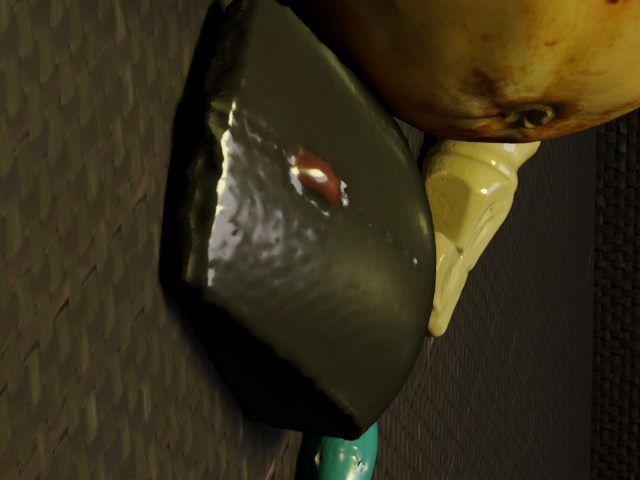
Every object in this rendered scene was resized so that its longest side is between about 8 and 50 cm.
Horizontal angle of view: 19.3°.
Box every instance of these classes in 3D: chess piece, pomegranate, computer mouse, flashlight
[{"bbox_3d":[0.106,-0.029,1.417,0.090,0.090,0.200,68,40,-61],"label":"chess piece"},{"bbox_3d":[0.097,-0.190,0.996,0.252,0.229,0.270,8,70,-52],"label":"pomegranate"},{"bbox_3d":[0.005,0.001,0.952,0.295,0.087,0.168,58,41,-64],"label":"computer mouse"},{"bbox_3d":[0.012,0.132,1.103,0.051,0.051,0.129,79,18,-47],"label":"flashlight"}]
